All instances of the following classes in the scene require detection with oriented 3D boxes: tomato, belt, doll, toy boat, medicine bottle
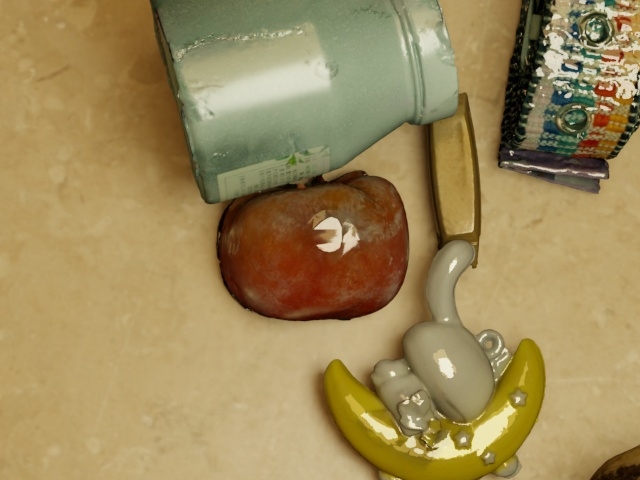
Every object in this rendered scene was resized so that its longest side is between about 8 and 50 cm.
[{"bbox_3d":[0.000,0.000,1.833,0.214,0.155,0.180,-10,85,-11],"label":"tomato"},{"bbox_3d":[0.308,-0.217,1.881,0.160,0.207,0.295,11,80,-4],"label":"belt"},{"bbox_3d":[0.133,0.162,1.842,0.237,0.111,0.252,-36,92,0],"label":"doll"},{"bbox_3d":[0.152,-0.066,1.900,0.057,0.077,0.200,-5,84,4],"label":"toy boat"},{"bbox_3d":[-0.018,-0.189,1.787,0.290,0.245,0.245,-16,82,-5],"label":"medicine bottle"}]

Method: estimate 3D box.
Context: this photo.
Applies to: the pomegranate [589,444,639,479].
[{"bbox_3d":[0.389,0.358,1.749,0.322,0.322,0.322,1,80,-7],"label":"pomegranate"}]
